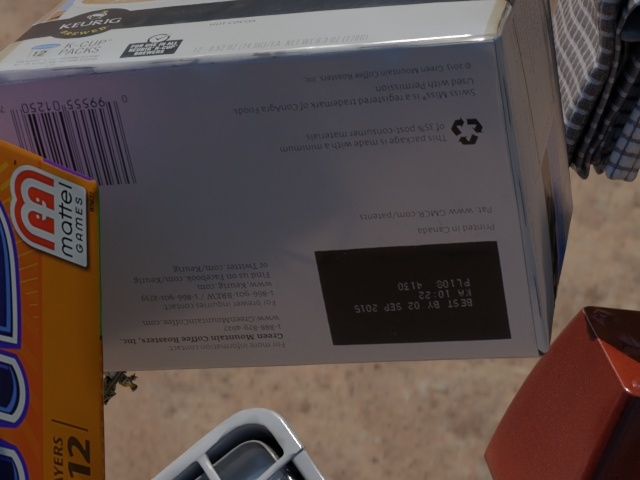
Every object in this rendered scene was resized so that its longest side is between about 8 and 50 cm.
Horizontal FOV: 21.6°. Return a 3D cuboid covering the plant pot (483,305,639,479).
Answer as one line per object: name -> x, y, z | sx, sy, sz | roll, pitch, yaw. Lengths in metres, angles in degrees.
plant pot -> 0.358, 0.221, 1.810 | 0.267, 0.235, 0.267 | 7, 27, -13

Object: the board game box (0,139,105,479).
board game box -> -0.366, 0.130, 0.912 | 0.356, 0.356, 0.356 | 23, 53, -45

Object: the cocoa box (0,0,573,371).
cocoa box -> -0.015, -0.064, 1.152 | 0.347, 0.231, 0.228 | -3, 27, 16

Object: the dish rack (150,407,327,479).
dish rack -> -0.076, 0.342, 1.527 | 0.285, 0.072, 0.333 | -39, 45, 0

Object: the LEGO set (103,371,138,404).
LEGO set -> -0.253, 0.090, 2.033 | 0.192, 0.255, 0.331 | 43, 57, -17

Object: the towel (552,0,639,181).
towel -> 0.313, -0.218, 1.815 | 0.121, 0.235, 0.283 | 18, 28, -6
